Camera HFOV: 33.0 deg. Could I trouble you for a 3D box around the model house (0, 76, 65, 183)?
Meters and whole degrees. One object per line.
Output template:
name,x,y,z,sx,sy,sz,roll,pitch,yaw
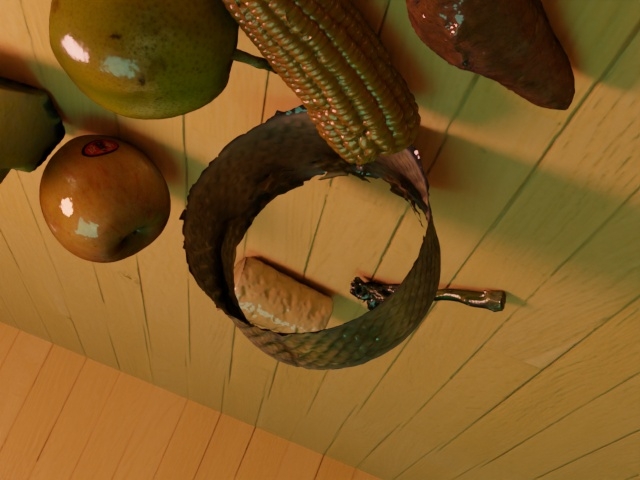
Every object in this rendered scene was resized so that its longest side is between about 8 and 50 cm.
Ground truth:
model house,-0.470,-0.144,1.433,0.194,0.170,0.211,16,-170,14

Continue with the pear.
pear,-0.137,-0.190,0.996,0.216,0.166,0.180,18,147,-1

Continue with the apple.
apple,-0.296,-0.059,1.471,0.155,0.182,0.182,49,165,16

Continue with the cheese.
cheese,-0.071,0.101,1.723,0.167,0.094,0.123,27,157,-12

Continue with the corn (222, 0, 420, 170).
corn,-0.004,-0.178,0.975,0.102,0.102,0.313,6,154,36

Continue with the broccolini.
broccolini,0.147,0.088,1.532,0.254,0.057,0.071,7,-163,43

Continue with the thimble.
thimble,0.000,0.000,1.182,0.271,0.271,0.150,15,160,19

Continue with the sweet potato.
sweet potato,0.118,-0.192,0.827,0.114,0.092,0.341,-5,150,20
